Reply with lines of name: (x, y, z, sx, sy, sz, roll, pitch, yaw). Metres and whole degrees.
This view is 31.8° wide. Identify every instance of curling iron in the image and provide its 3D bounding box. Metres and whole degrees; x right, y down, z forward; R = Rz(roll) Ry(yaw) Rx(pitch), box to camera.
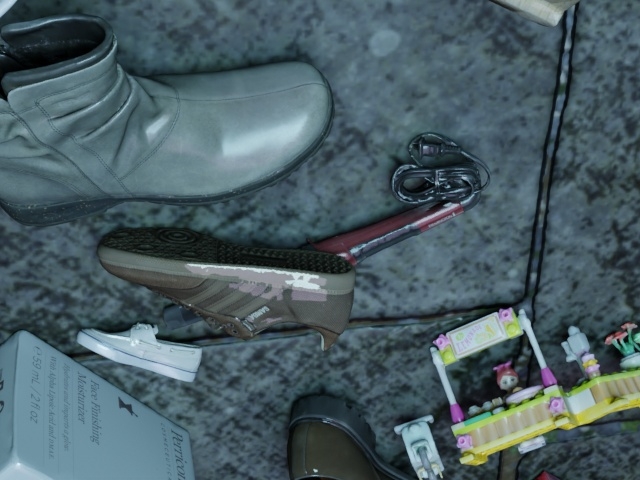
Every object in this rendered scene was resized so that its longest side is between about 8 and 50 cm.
curling iron: (0.000, 0.000, 0.849, 0.274, 0.035, 0.068, -28, 104, 13)

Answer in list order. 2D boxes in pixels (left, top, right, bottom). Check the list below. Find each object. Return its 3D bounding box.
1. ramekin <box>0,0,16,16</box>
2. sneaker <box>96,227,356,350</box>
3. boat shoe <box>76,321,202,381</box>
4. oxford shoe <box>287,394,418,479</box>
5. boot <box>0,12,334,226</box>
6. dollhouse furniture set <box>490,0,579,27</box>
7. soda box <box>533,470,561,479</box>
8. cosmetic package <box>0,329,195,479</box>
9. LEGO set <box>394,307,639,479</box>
ramekin: (-0.247, -0.211, 0.604, 0.207, 0.109, 0.207, -6, 124, -9)
sneaker: (-0.071, 0.039, 0.814, 0.188, 0.066, 0.071, 8, 110, 3)
boat shoe: (-0.139, 0.080, 0.875, 0.100, 0.035, 0.035, 20, 90, -19)
oxford shoe: (0.038, 0.236, 0.969, 0.083, 0.096, 0.227, -21, 128, 32)
boot: (-0.115, -0.083, 0.694, 0.246, 0.083, 0.161, -15, 157, 0)
dollhouse furniture set: (-0.007, -0.275, 0.503, 0.394, 0.256, 0.362, 25, 91, -2)
soda box: (0.287, 0.325, 1.092, 0.263, 0.092, 0.083, 32, 113, -29)
cosmetic package: (-0.208, 0.201, 0.867, 0.151, 0.151, 0.183, -42, 123, 16)
LEGO set: (0.197, 0.109, 0.946, 0.287, 0.107, 0.132, -18, 160, -5)
